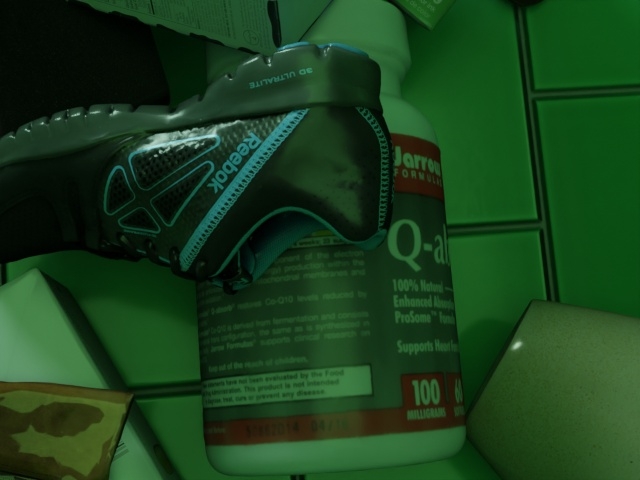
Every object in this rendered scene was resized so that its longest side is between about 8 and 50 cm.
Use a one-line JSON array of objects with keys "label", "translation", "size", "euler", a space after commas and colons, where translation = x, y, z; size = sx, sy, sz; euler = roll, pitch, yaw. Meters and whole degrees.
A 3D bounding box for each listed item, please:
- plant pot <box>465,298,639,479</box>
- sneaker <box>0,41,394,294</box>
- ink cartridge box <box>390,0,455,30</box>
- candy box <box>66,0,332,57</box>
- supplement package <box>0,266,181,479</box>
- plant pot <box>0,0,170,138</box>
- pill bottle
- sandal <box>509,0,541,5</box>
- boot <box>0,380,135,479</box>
[{"label": "plant pot", "translation": [0.264, 0.167, 0.880], "size": [0.274, 0.256, 0.256], "euler": [30, 79, 10]}, {"label": "sneaker", "translation": [-0.112, -0.025, 0.750], "size": [0.340, 0.125, 0.140], "euler": [-16, 79, 21]}, {"label": "ink cartridge box", "translation": [0.124, -0.291, 0.925], "size": [0.093, 0.154, 0.212], "euler": [37, 101, -6]}, {"label": "candy box", "translation": [-0.078, -0.232, 0.823], "size": [0.196, 0.070, 0.165], "euler": [19, 52, 21]}, {"label": "supplement package", "translation": [-0.236, 0.189, 0.861], "size": [0.204, 0.145, 0.262], "euler": [-31, 86, -9]}, {"label": "plant pot", "translation": [-0.229, -0.138, 0.906], "size": [0.166, 0.188, 0.188], "euler": [-15, 82, -21]}, {"label": "pill bottle", "translation": [0.000, 0.000, 0.881], "size": [0.210, 0.210, 0.363], "euler": [-4, 82, -6]}, {"label": "sandal", "translation": [0.157, -0.325, 1.028], "size": [0.090, 0.060, 0.219], "euler": [-33, 100, 6]}, {"label": "boot", "translation": [-0.271, 0.090, 0.751], "size": [0.280, 0.096, 0.264], "euler": [12, 80, -3]}]
